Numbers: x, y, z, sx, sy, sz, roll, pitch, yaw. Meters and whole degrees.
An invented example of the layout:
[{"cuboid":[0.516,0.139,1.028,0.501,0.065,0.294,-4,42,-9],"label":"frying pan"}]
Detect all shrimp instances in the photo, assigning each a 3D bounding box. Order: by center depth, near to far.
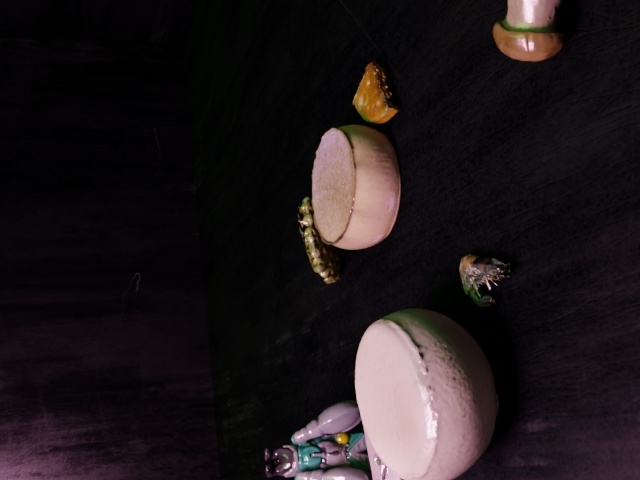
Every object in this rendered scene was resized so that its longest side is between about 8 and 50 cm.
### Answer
[{"cuboid":[0.273,0.066,1.170,0.161,0.034,0.091,176,81,-75],"label":"shrimp"}]

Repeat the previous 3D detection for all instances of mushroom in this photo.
[{"cuboid":[0.300,-0.416,0.951,0.128,0.128,0.350,-131,40,-58],"label":"mushroom"}]

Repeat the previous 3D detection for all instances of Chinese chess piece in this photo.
[{"cuboid":[0.070,-0.115,1.556,0.270,0.112,0.270,180,90,-68],"label":"Chinese chess piece"}]

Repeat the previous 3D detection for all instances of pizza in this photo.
[{"cuboid":[0.117,-0.311,1.519,0.178,0.041,0.131,-176,83,-69],"label":"pizza"}]

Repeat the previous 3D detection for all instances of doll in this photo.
[{"cuboid":[0.024,0.460,1.494,0.195,0.258,0.153,56,162,16],"label":"doll"}]

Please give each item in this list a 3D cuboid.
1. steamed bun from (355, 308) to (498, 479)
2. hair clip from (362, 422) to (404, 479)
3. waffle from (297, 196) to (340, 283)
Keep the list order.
[{"cuboid":[0.186,0.252,1.192,0.283,0.177,0.283,175,90,-67],"label":"steamed bun"},{"cuboid":[0.148,0.465,1.415,0.101,0.085,0.331,-34,53,42],"label":"hair clip"},{"cuboid":[0.000,0.000,1.716,0.208,0.054,0.214,29,-133,-68],"label":"waffle"}]
